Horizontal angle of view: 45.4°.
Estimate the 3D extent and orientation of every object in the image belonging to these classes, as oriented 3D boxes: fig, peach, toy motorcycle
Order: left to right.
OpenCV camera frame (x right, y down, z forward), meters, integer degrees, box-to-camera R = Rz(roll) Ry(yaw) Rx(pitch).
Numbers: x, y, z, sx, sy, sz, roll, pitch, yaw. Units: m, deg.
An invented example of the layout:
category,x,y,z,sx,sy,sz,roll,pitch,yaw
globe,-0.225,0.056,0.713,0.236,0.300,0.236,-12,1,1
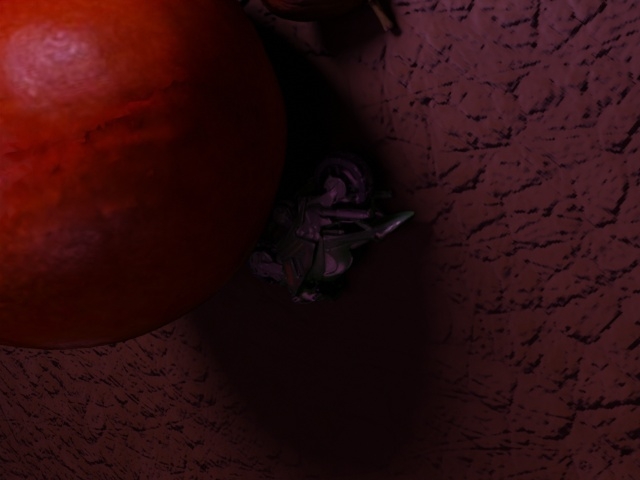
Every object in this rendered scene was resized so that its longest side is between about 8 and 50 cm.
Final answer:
category,x,y,z,sx,sy,sz,roll,pitch,yaw
peach,-0.227,-0.088,0.651,0.388,0.388,0.389,15,116,34
toy motorcycle,0.000,0.000,0.729,0.106,0.074,0.190,46,129,2
fig,0.009,-0.218,0.636,0.125,0.089,0.089,20,122,3
